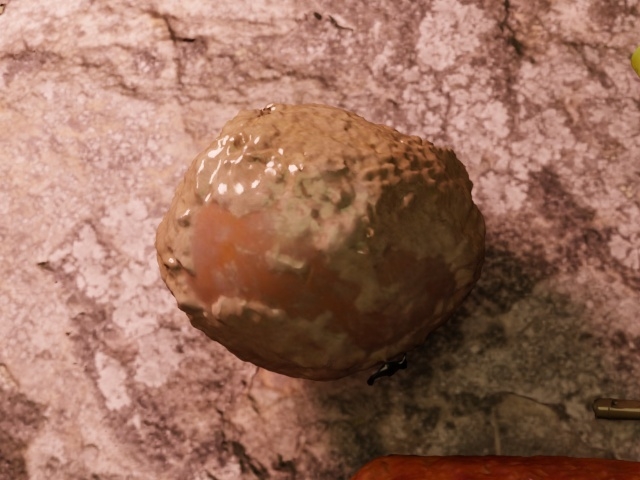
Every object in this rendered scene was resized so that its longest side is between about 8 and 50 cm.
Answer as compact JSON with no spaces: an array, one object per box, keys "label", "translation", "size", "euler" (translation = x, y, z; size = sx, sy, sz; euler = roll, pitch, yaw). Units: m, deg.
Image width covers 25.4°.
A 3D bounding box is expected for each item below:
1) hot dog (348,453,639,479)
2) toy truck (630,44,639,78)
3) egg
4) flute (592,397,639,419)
[{"label":"hot dog","translation":[0.195,0.290,1.214],"size":[0.388,0.174,0.267],"euler":[1,47,14]},{"label":"toy truck","translation":[0.423,-0.147,1.389],"size":[0.211,0.148,0.187],"euler":[-23,68,26]},{"label":"egg","translation":[0.000,0.000,1.344],"size":[0.310,0.279,0.279],"euler":[-3,68,-21]},{"label":"flute","translation":[0.375,0.165,1.342],"size":[0.233,0.027,0.027],"euler":[2,71,11]}]
